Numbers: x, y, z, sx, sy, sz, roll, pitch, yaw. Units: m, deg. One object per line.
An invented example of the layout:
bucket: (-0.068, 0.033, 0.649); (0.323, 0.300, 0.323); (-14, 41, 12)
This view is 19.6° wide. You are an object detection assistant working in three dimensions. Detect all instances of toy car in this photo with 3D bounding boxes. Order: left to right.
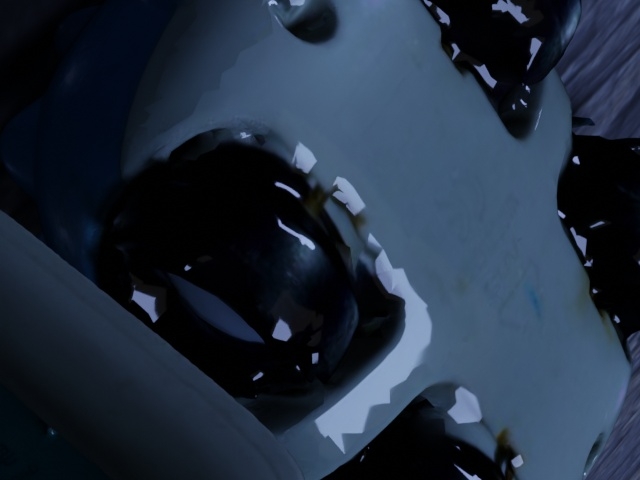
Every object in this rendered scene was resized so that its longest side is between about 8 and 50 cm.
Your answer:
toy car: (0.000, 0.000, 0.642); (0.255, 0.190, 0.188); (52, 60, -33)

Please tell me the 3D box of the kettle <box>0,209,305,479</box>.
kettle: (-0.142, 0.102, 0.397); (0.265, 0.318, 0.205); (-50, 154, -7)

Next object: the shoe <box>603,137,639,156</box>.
shoe: (0.103, -0.014, 0.972); (0.179, 0.049, 0.071); (-25, 135, -13)

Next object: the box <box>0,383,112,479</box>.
box: (-0.153, 0.151, 0.702); (0.245, 0.092, 0.153); (-31, 148, -35)
